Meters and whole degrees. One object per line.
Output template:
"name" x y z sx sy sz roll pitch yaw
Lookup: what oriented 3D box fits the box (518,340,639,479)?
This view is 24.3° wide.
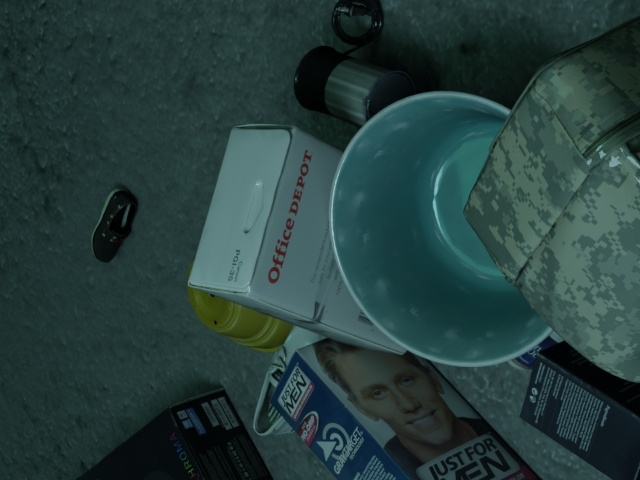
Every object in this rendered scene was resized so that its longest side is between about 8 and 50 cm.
"box" 0.333 0.176 1.645 0.158 0.156 0.093 33 125 34

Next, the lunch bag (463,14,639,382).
"lunch bag" 0.301 -0.028 1.376 0.256 0.213 0.305 57 153 18

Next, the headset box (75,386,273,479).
"headset box" -0.214 0.404 2.268 0.283 0.131 0.246 -38 75 36

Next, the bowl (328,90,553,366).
"bowl" 0.181 -0.026 1.702 0.312 0.163 0.311 8 106 28

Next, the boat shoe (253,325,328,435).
"boat shoe" -0.035 0.190 2.082 0.083 0.076 0.226 36 126 32

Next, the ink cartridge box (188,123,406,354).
"ink cartridge box" 0.000 0.000 1.790 0.117 0.283 0.207 6 77 46

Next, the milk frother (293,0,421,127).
"milk frother" 0.056 -0.216 1.820 0.135 0.129 0.143 25 126 42

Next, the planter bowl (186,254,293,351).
"planter bowl" -0.126 0.067 2.126 0.217 0.090 0.217 16 114 41

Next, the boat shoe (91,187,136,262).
"boat shoe" -0.323 -0.017 2.328 0.042 0.049 0.133 46 127 36

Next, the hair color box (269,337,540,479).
"hair color box" 0.116 0.265 1.882 0.347 0.174 0.105 46 131 25

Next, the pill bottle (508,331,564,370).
"pill bottle" 0.269 0.101 1.751 0.120 0.067 0.067 -40 74 45
